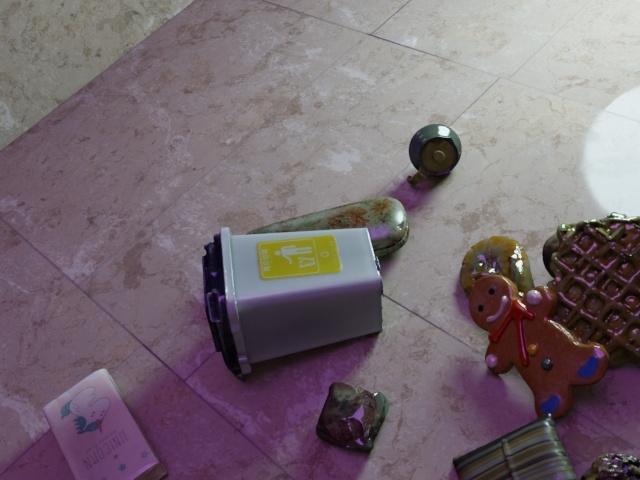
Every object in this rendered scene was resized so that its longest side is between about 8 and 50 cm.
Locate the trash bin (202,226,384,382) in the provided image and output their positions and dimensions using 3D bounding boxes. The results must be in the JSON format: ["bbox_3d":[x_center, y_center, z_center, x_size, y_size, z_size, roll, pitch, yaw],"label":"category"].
[{"bbox_3d":[-0.056,0.125,1.797,0.367,0.296,0.256,-9,43,-3],"label":"trash bin"}]

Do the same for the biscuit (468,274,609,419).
[{"bbox_3d":[0.387,0.185,1.589,0.205,0.049,0.324,-57,44,25],"label":"biscuit"}]

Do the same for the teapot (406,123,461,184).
[{"bbox_3d":[0.270,-0.202,2.024,0.166,0.130,0.119,-52,10,15],"label":"teapot"}]

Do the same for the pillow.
[{"bbox_3d":[0.340,0.424,1.436,0.208,0.052,0.212,-33,38,19],"label":"pillow"}]

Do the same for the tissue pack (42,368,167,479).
[{"bbox_3d":[-0.470,0.431,1.796,0.170,0.071,0.325,-35,46,-13],"label":"tissue pack"}]

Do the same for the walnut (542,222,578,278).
[{"bbox_3d":[0.530,0.034,1.682,0.140,0.140,0.162,-46,27,-20],"label":"walnut"}]

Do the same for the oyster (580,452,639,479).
[{"bbox_3d":[0.501,0.446,1.356,0.223,0.083,0.214,-36,42,-1],"label":"oyster"}]

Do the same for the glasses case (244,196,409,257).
[{"bbox_3d":[0.000,0.000,1.971,0.425,0.098,0.156,-13,41,12],"label":"glasses case"}]

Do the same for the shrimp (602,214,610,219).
[{"bbox_3d":[0.696,-0.016,1.667,0.262,0.051,0.198,27,45,10],"label":"shrimp"}]

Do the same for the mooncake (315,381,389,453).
[{"bbox_3d":[0.058,0.347,1.643,0.130,0.073,0.125,6,54,30],"label":"mooncake"}]

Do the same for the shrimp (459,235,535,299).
[{"bbox_3d":[0.373,0.098,1.742,0.152,0.063,0.287,-17,42,11],"label":"shrimp"}]

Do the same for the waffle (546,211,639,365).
[{"bbox_3d":[0.582,0.091,1.551,0.317,0.073,0.297,-5,86,18],"label":"waffle"}]
